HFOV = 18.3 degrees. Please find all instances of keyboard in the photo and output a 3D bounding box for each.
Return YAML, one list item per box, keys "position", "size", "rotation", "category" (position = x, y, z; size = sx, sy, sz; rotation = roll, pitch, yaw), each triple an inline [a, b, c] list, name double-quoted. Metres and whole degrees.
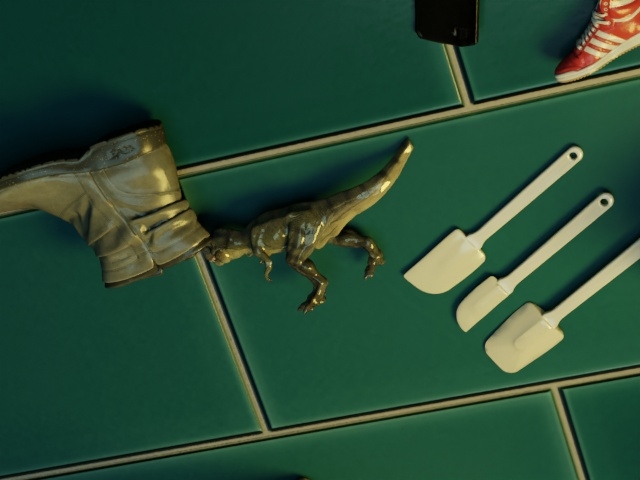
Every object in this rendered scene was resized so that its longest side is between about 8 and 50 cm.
- position: [0.140, -0.280, 1.928]
  size: [0.100, 0.038, 0.192]
  rotation: [17, 124, 30]
  category: "keyboard"

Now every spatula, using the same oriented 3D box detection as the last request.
- position: [0.227, 0.022, 2.072]
  size: [0.168, 0.019, 0.242]
  rotation: [45, 116, -7]
  category: "spatula"

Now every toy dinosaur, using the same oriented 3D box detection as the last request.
- position: [0.000, 0.000, 2.084]
  size: [0.268, 0.064, 0.118]
  rotation: [-24, 104, 19]
  category: "toy dinosaur"

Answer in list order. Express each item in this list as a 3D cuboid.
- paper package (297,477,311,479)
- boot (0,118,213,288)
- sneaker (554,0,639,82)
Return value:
- position: [0.011, 0.466, 2.177]
  size: [0.309, 0.325, 0.168]
  rotation: [38, 118, -8]
  category: "paper package"
- position: [-0.247, -0.018, 2.095]
  size: [0.246, 0.083, 0.161]
  rotation: [-16, 101, 17]
  category: "boot"
- position: [0.267, -0.205, 1.926]
  size: [0.118, 0.042, 0.067]
  rotation: [-30, 112, 16]
  category: "sneaker"
